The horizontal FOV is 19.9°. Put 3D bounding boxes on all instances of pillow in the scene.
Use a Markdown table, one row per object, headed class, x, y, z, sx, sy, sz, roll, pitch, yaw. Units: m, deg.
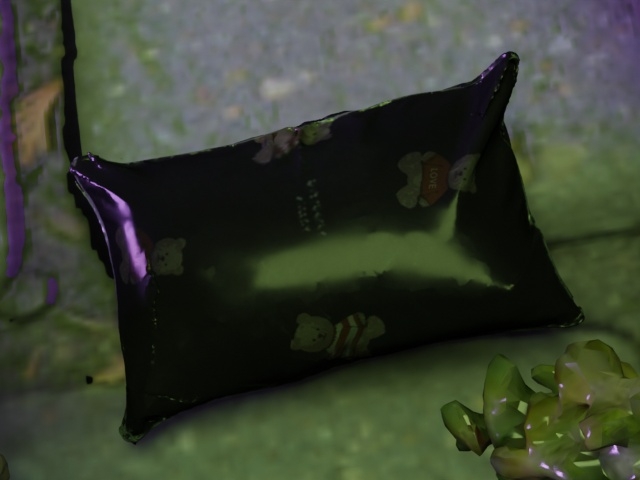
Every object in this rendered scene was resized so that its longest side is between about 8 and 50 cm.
| class | x | y | z | sx | sy | sz | roll | pitch | yaw |
| --- | --- | --- | --- | --- | --- | --- | --- | --- | --- |
| pillow | 0.000 | 0.000 | 0.573 | 0.150 | 0.048 | 0.090 | -15 | 58 | 4 |

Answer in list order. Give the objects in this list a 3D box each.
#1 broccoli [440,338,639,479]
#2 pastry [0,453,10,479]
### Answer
| class | x | y | z | sx | sy | sz | roll | pitch | yaw |
| --- | --- | --- | --- | --- | --- | --- | --- | --- | --- |
| broccoli | 0.058 | 0.127 | 0.441 | 0.273 | 0.180 | 0.242 | 21 | 72 | 14 |
| pastry | -0.211 | 0.029 | 0.500 | 0.255 | 0.237 | 0.170 | 4 | 26 | 18 |
